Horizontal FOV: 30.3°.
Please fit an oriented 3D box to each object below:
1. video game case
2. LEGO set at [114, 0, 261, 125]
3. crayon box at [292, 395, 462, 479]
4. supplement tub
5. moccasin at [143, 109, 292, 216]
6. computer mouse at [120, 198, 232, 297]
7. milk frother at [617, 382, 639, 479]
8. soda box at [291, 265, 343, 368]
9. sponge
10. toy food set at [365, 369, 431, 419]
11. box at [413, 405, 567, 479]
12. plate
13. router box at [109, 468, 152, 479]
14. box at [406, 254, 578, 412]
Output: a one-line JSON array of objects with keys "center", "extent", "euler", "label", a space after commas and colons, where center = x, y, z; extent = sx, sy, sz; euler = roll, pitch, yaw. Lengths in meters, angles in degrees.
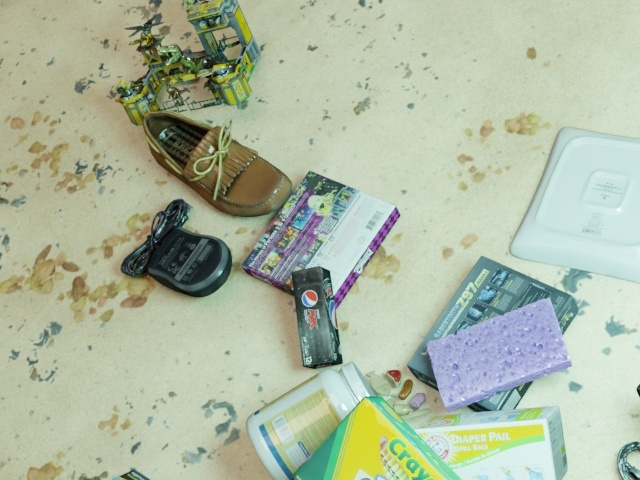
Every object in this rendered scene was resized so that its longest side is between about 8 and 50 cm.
[{"center": [0.000, 0.000, 2.159], "extent": [0.210, 0.042, 0.232], "euler": [24, 71, 34], "label": "video game case"}, {"center": [-0.286, -0.390, 2.428], "extent": [0.331, 0.192, 0.255], "euler": [-5, 38, 28], "label": "LEGO set"}, {"center": [0.116, 0.378, 1.699], "extent": [0.278, 0.081, 0.165], "euler": [44, 99, 19], "label": "crayon box"}, {"center": [-0.003, 0.296, 1.894], "extent": [0.200, 0.144, 0.144], "euler": [-31, 51, 3], "label": "supplement tub"}, {"center": [-0.206, -0.161, 2.297], "extent": [0.139, 0.147, 0.380], "euler": [-46, 52, -9], "label": "moccasin"}, {"center": [-0.247, 0.035, 2.241], "extent": [0.188, 0.072, 0.272], "euler": [-52, 40, -11], "label": "computer mouse"}, {"center": [0.490, 0.281, 1.681], "extent": [0.129, 0.135, 0.143], "euler": [19, 68, 34], "label": "milk frother"}, {"center": [-0.006, 0.132, 2.030], "extent": [0.060, 0.053, 0.169], "euler": [-12, 76, 18], "label": "soda box"}, {"center": [0.277, 0.178, 1.841], "extent": [0.210, 0.031, 0.117], "euler": [-22, 54, 11], "label": "sponge"}, {"center": [0.130, 0.252, 1.931], "extent": [0.078, 0.019, 0.122], "euler": [-12, 38, -17], "label": "toy food set"}, {"center": [0.253, 0.313, 1.762], "extent": [0.203, 0.114, 0.103], "euler": [-8, 90, 21], "label": "box"}, {"center": [0.484, -0.073, 1.984], "extent": [0.277, 0.045, 0.278], "euler": [13, 65, 31], "label": "plate"}, {"center": [-0.298, 0.453, 1.942], "extent": [0.179, 0.046, 0.133], "euler": [24, 26, 34], "label": "router box"}, {"center": [0.278, 0.157, 1.913], "extent": [0.183, 0.059, 0.232], "euler": [25, 72, 35], "label": "box"}]
